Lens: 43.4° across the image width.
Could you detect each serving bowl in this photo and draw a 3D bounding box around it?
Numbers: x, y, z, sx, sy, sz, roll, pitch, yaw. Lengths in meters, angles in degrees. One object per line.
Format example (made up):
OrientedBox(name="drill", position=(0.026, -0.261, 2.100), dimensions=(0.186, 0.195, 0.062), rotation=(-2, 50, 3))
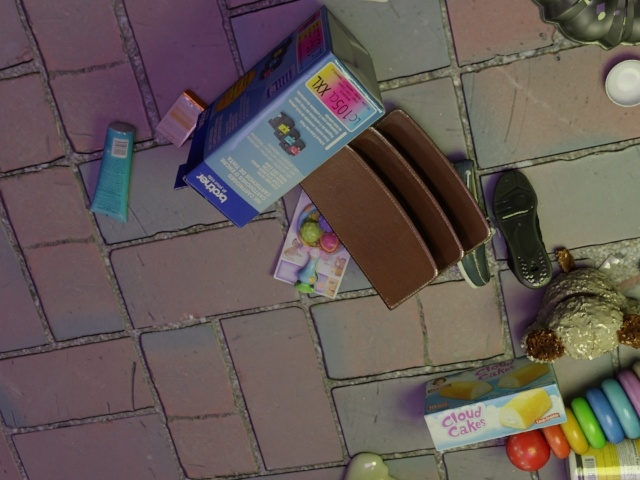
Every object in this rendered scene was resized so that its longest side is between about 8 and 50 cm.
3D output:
OrientedBox(name="serving bowl", position=(0.552, -0.283, 1.440), dimensions=(0.083, 0.027, 0.083), rotation=(3, 109, 7))

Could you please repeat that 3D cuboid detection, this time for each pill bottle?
OrientedBox(name="pill bottle", position=(0.613, 0.464, 1.646), dimensions=(0.208, 0.119, 0.119), rotation=(-5, 108, 11))

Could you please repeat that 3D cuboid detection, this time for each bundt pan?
OrientedBox(name="bundt pan", position=(0.504, -0.476, 1.330), dimensions=(0.330, 0.124, 0.331), rotation=(3, 111, 8))

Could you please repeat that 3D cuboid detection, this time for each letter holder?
OrientedBox(name="letter holder", position=(0.141, -0.067, 1.465), dimensions=(0.214, 0.152, 0.302), rotation=(-38, 85, 26))

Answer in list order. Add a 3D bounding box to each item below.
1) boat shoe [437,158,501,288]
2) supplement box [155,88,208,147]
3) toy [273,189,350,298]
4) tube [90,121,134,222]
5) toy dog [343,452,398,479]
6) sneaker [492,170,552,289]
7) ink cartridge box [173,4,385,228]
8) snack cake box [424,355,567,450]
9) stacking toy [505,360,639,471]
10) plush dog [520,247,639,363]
OrientedBox(name="boat shoe", position=(0.292, -0.031, 1.539), dimensions=(0.079, 0.095, 0.255), rotation=(-12, 98, 25))
OrientedBox(name="supplement box", position=(-0.269, -0.240, 1.582), dimensions=(0.062, 0.036, 0.098), rotation=(41, 110, -8))
OrientedBox(name="toy", position=(0.000, 0.000, 1.614), dimensions=(0.136, 0.056, 0.237), rotation=(19, 111, 1))
OrientedBox(name="tube", position=(-0.420, -0.136, 1.640), dimensions=(0.080, 0.052, 0.207), rotation=(20, 116, 7))
OrientedBox(name="toy dog", position=(0.106, 0.703, 1.656), dimensions=(0.284, 0.408, 0.395), rotation=(34, 111, -3))
OrientedBox(name="sneaker", position=(0.382, -0.014, 1.537), dimensions=(0.087, 0.130, 0.228), rotation=(-16, 78, 6))
OrientedBox(name="ink cartridge box", position=(-0.090, -0.203, 1.429), dimensions=(0.395, 0.270, 0.151), rotation=(-39, 116, 20))
OrientedBox(name="snack cake box", position=(0.348, 0.322, 1.620), dimensions=(0.264, 0.152, 0.089), rotation=(-18, 105, 14))
OrientedBox(name="stacking toy", position=(0.523, 0.363, 1.593), dimensions=(0.330, 0.141, 0.141), rotation=(-26, 104, 9))
OrientedBox(name="plush dog", position=(0.492, 0.142, 1.493), dimensions=(0.262, 0.225, 0.211), rotation=(-14, 106, 14))
